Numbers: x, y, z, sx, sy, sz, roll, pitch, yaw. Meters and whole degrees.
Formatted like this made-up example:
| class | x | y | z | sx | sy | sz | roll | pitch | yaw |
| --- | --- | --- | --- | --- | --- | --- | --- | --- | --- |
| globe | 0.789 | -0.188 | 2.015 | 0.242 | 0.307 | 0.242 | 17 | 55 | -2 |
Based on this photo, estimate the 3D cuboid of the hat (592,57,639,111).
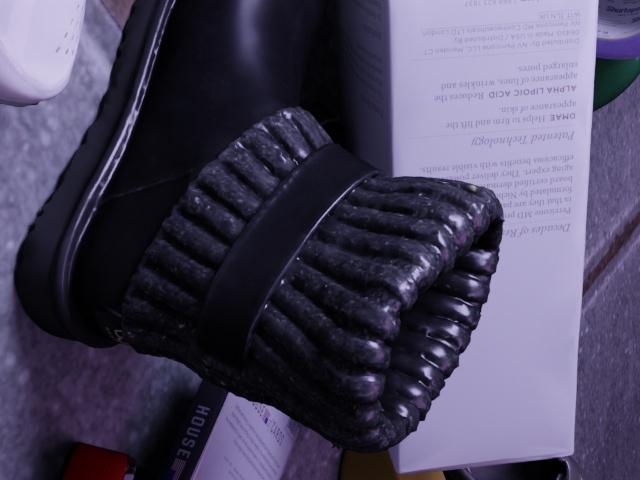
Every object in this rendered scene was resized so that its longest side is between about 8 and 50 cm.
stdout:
| class | x | y | z | sx | sy | sz | roll | pitch | yaw |
| --- | --- | --- | --- | --- | --- | --- | --- | --- | --- |
| hat | 0.411 | -0.228 | 1.379 | 0.173 | 0.183 | 0.208 | -59 | 143 | -31 |

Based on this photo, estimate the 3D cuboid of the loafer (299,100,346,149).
| class | x | y | z | sx | sy | sz | roll | pitch | yaw |
| --- | --- | --- | --- | --- | --- | --- | --- | --- | --- |
| loafer | 0.000 | 0.000 | 0.863 | 0.080 | 0.078 | 0.220 | -8 | 105 | -58 |

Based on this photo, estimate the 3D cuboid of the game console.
| class | x | y | z | sx | sy | sz | roll | pitch | yaw |
| --- | --- | --- | --- | --- | --- | --- | --- | --- | --- |
| game console | -0.142 | 0.211 | 0.688 | 0.085 | 0.124 | 0.144 | 29 | 71 | -30 |

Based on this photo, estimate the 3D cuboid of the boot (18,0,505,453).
| class | x | y | z | sx | sy | sz | roll | pitch | yaw |
| --- | --- | --- | --- | --- | --- | --- | --- | --- | --- |
| boot | -0.004 | -0.057 | 0.662 | 0.131 | 0.260 | 0.348 | 46 | 60 | -54 |

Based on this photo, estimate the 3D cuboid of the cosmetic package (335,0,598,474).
| class | x | y | z | sx | sy | sz | roll | pitch | yaw |
| --- | --- | --- | --- | --- | --- | --- | --- | --- | --- |
| cosmetic package | 0.105 | -0.033 | 0.863 | 0.217 | 0.156 | 0.385 | -112 | -163 | -66 |

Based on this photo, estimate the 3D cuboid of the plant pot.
| class | x | y | z | sx | sy | sz | roll | pitch | yaw |
| --- | --- | --- | --- | --- | --- | --- | --- | --- | --- |
| plant pot | 0.066 | 0.225 | 1.041 | 0.081 | 0.081 | 0.083 | -28 | 108 | -53 |

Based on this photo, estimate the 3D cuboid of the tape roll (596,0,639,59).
| class | x | y | z | sx | sy | sz | roll | pitch | yaw |
| --- | --- | --- | --- | --- | --- | --- | --- | --- | --- |
| tape roll | 0.332 | -0.303 | 1.224 | 0.080 | 0.189 | 0.189 | -60 | 143 | -31 |

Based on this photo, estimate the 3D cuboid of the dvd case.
| class | x | y | z | sx | sy | sz | roll | pitch | yaw |
| --- | --- | --- | --- | --- | --- | --- | --- | --- | --- |
| dvd case | -0.083 | 0.206 | 0.793 | 0.179 | 0.029 | 0.239 | 71 | 37 | -59 |

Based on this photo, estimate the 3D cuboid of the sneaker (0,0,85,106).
| class | x | y | z | sx | sy | sz | roll | pitch | yaw |
| --- | --- | --- | --- | --- | --- | --- | --- | --- | --- |
| sneaker | -0.138 | -0.213 | 0.527 | 0.111 | 0.129 | 0.297 | -16 | 113 | -59 |

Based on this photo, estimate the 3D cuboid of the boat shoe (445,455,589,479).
| class | x | y | z | sx | sy | sz | roll | pitch | yaw |
| --- | --- | --- | --- | --- | --- | --- | --- | --- | --- |
| boat shoe | 0.187 | 0.229 | 1.096 | 0.112 | 0.095 | 0.335 | -44 | 115 | 1 |

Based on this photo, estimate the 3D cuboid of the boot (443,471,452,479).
| class | x | y | z | sx | sy | sz | roll | pitch | yaw |
| --- | --- | --- | --- | --- | --- | --- | --- | --- | --- |
| boot | 0.146 | 0.184 | 1.173 | 0.115 | 0.112 | 0.305 | -7 | 112 | -26 |
